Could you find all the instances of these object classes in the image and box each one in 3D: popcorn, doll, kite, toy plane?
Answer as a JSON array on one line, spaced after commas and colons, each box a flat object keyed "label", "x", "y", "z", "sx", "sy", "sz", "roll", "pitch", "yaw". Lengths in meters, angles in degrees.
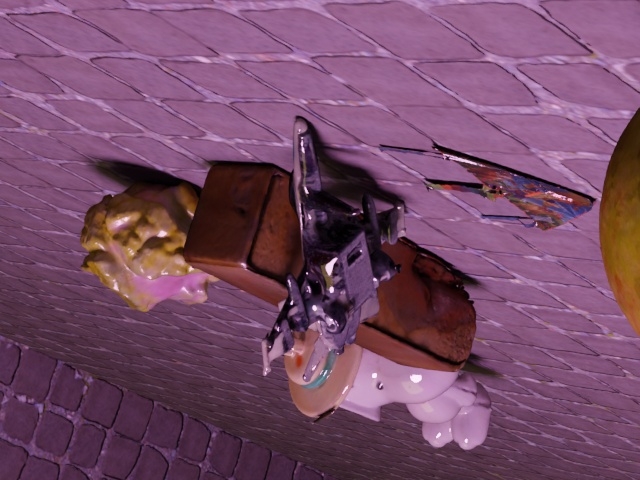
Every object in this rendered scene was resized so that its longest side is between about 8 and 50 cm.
[{"label": "popcorn", "x": -0.156, "y": 0.004, "z": 1.866, "sx": 0.145, "sy": 0.126, "sz": 0.126, "roll": 17, "pitch": 163, "yaw": -26}, {"label": "doll", "x": 0.074, "y": 0.163, "z": 2.207, "sx": 0.208, "sy": 0.144, "sz": 0.271, "roll": 5, "pitch": 161, "yaw": 13}, {"label": "kite", "x": 0.143, "y": -0.034, "z": 1.529, "sx": 0.160, "sy": 0.010, "sz": 0.183, "roll": 8, "pitch": 165, "yaw": 39}, {"label": "toy plane", "x": 0.009, "y": 0.005, "z": 1.595, "sx": 0.088, "sy": 0.192, "sz": 0.262, "roll": 31, "pitch": 149, "yaw": 22}]

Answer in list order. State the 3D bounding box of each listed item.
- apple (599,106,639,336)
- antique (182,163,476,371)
[{"label": "apple", "x": 0.242, "y": -0.015, "z": 1.052, "sx": 0.196, "sy": 0.196, "sz": 0.196, "roll": 17, "pitch": 168, "yaw": 4}, {"label": "antique", "x": 0.020, "y": 0.031, "z": 1.794, "sx": 0.087, "sy": 0.093, "sz": 0.310, "roll": 5, "pitch": 163, "yaw": 46}]
